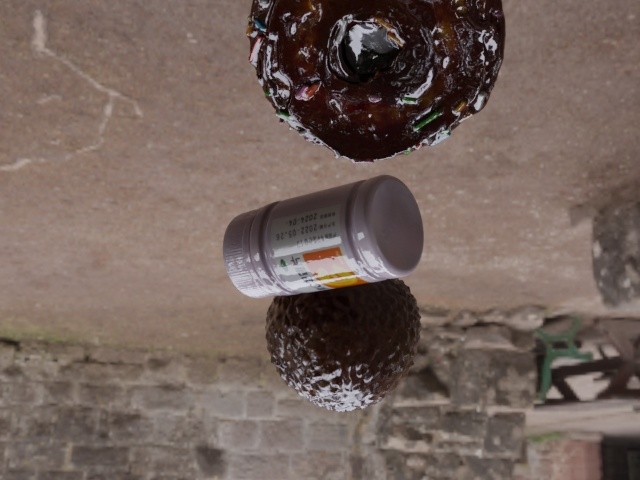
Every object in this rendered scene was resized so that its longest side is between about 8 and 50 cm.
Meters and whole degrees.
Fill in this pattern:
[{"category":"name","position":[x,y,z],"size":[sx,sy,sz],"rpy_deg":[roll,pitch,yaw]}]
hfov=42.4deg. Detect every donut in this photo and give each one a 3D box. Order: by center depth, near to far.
[{"category":"donut","position":[0.048,-0.188,0.746],"size":[0.234,0.089,0.235],"rpy_deg":[2,126,3]}]

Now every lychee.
[{"category":"lychee","position":[0.035,0.148,1.322],"size":[0.260,0.261,0.260],"rpy_deg":[1,164,0]}]

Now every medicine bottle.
[{"category":"medicine bottle","position":[0.000,0.000,1.087],"size":[0.249,0.134,0.133],"rpy_deg":[-10,161,37]}]
